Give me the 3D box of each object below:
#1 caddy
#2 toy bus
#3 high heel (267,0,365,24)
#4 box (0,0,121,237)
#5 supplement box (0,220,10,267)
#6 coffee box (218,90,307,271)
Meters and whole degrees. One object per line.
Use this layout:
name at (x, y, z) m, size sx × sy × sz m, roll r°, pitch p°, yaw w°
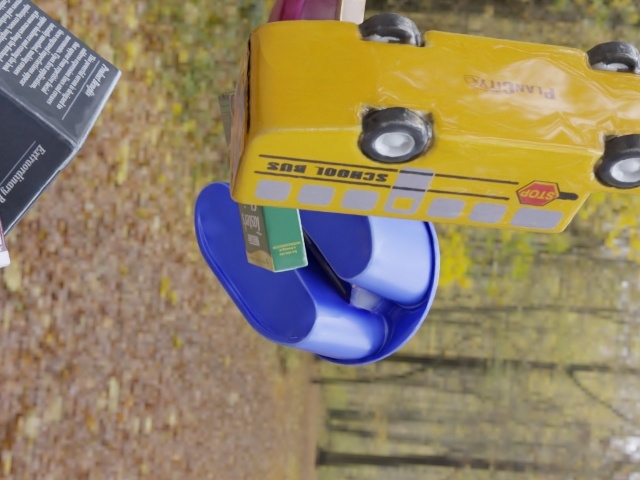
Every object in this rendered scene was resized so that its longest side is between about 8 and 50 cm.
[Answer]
caddy at (0.000, 0.000, 1.577) m, size 0.241 × 0.179 × 0.341 m, roll -50°, pitch -124°, yaw 19°
toy bus at (0.105, -0.082, 0.939) m, size 0.130 × 0.333 × 0.108 m, roll 110°, pitch -18°, yaw -54°
high heel at (0.003, -0.321, 1.295) m, size 0.082 × 0.117 × 0.244 m, roll 3°, pitch 94°, yaw -51°
box at (-0.479, -0.172, 1.389) m, size 0.293 × 0.395 × 0.212 m, roll -44°, pitch -162°, yaw 26°
supplement box at (-0.349, -0.085, 1.048) m, size 0.073 × 0.130 × 0.239 m, roll -16°, pitch 97°, yaw -44°
coffee box at (-0.060, -0.063, 1.264) m, size 0.113 × 0.040 × 0.184 m, roll -163°, pitch -118°, yaw -72°
